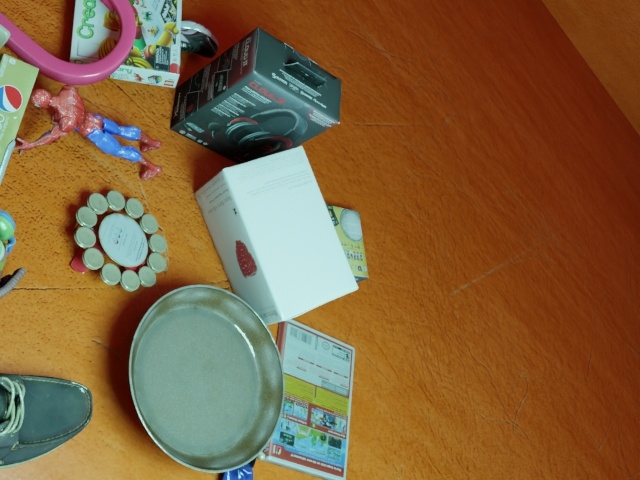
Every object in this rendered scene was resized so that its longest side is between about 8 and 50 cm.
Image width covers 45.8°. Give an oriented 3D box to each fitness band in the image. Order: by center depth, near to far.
[{"bbox_3d":[-0.457,-0.398,1.296,0.291,0.054,0.209,41,69,-11],"label":"fitness band"}]

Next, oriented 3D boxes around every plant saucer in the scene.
[{"bbox_3d":[-0.191,0.229,1.268,0.311,0.050,0.310,20,60,-38],"label":"plant saucer"}]

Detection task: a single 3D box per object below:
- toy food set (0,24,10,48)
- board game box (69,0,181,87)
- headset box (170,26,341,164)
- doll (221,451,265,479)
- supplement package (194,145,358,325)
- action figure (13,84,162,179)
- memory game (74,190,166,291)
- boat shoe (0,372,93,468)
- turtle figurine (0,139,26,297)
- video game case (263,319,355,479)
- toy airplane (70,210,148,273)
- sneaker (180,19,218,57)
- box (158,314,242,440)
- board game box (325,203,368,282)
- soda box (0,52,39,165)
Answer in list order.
[{"bbox_3d":[-0.614,-0.264,1.101,0.220,0.092,0.306,37,49,-30],"label":"toy food set"},{"bbox_3d":[-0.361,-0.442,1.426,0.193,0.053,0.305,5,67,-20],"label":"board game box"},{"bbox_3d":[-0.116,-0.270,1.473,0.218,0.293,0.110,25,56,-38],"label":"headset box"},{"bbox_3d":[-0.150,0.387,1.331,0.129,0.046,0.188,21,59,-40],"label":"doll"},{"bbox_3d":[-0.088,-0.001,1.441,0.175,0.177,0.292,-21,88,-30],"label":"supplement package"},{"bbox_3d":[-0.409,-0.178,1.294,0.280,0.139,0.091,36,43,-60],"label":"action figure"},{"bbox_3d":[-0.338,0.000,1.291,0.186,0.012,0.186,31,45,-37],"label":"memory game"},{"bbox_3d":[-0.457,0.241,1.011,0.355,0.130,0.132,2,72,-46],"label":"boat shoe"},{"bbox_3d":[-0.519,0.024,0.995,0.198,0.274,0.266,14,56,-2],"label":"turtle figurine"},{"bbox_3d":[-0.017,0.319,1.517,0.204,0.025,0.285,29,53,-35],"label":"video game case"},{"bbox_3d":[-0.356,0.016,1.295,0.151,0.028,0.151,23,56,-39],"label":"toy airplane"},{"bbox_3d":[-0.295,-0.403,1.525,0.178,0.072,0.077,19,64,-26],"label":"sneaker"},{"bbox_3d":[-0.213,0.234,1.324,0.087,0.058,0.232,47,45,-20],"label":"box"},{"bbox_3d":[0.000,0.000,1.663,0.243,0.042,0.165,10,66,-44],"label":"board game box"},{"bbox_3d":[-0.497,-0.190,1.164,0.058,0.061,0.181,21,83,-39],"label":"soda box"}]
